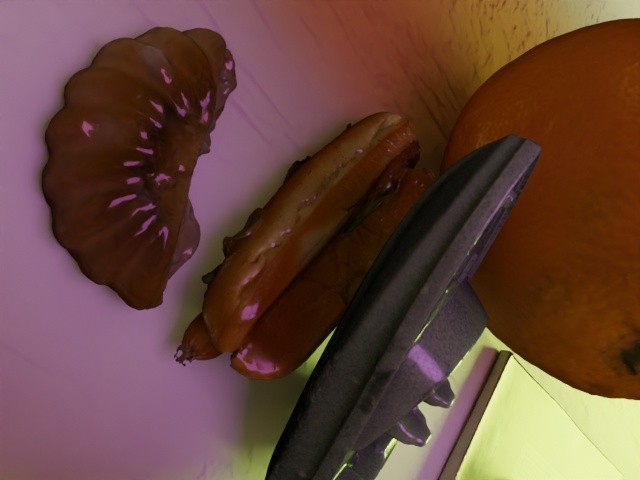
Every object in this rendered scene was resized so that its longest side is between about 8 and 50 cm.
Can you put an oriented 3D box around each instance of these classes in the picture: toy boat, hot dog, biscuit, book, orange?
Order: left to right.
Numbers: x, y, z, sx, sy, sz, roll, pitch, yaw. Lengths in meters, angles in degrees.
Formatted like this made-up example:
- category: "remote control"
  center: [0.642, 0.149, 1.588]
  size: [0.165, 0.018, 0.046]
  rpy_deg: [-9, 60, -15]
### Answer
- category: "biscuit"
  center: [-0.105, -0.051, 0.490]
  size: [0.118, 0.061, 0.183]
  rpy_deg: [22, 81, -40]
- category: "hot dog"
  center: [0.000, 0.000, 0.584]
  size: [0.269, 0.072, 0.109]
  rpy_deg: [-43, 120, -32]
- category: "toy boat"
  center: [0.060, 0.066, 0.535]
  size: [0.141, 0.092, 0.319]
  rpy_deg: [-36, 156, -53]
- category: "book"
  center: [0.222, 0.283, 0.851]
  size: [0.310, 0.021, 0.217]
  rpy_deg: [45, 65, -36]
- category: "orange"
  center: [0.247, -0.024, 0.644]
  size: [0.312, 0.312, 0.312]
  rpy_deg: [-6, 99, -41]
